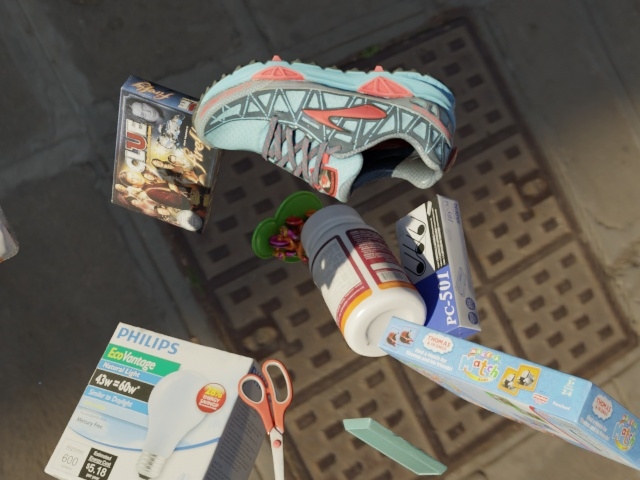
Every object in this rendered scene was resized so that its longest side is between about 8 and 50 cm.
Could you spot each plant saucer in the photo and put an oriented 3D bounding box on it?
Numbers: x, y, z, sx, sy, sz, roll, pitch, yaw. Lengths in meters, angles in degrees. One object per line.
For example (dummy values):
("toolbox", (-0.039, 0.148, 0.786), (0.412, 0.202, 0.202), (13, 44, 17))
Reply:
("plant saucer", (0.122, 0.338, 1.334), (0.192, 0.067, 0.018), (36, 57, -28))

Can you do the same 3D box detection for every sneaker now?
("sneaker", (0.004, -0.101, 0.792), (0.261, 0.104, 0.125), (-1, 61, 1))

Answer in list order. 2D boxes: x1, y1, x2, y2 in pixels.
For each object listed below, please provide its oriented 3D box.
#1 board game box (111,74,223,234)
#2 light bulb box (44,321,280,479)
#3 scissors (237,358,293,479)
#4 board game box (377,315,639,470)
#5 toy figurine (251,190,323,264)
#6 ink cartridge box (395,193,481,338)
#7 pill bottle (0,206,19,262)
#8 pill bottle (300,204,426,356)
("board game box", (-0.243, -0.130, 1.311), (0.165, 0.243, 0.042), (19, 45, 1))
("light bulb box", (-0.330, 0.415, 1.799), (0.357, 0.225, 0.361), (11, 63, 21))
("scissors", (-0.078, 0.378, 1.607), (0.109, 0.021, 0.297), (-20, 65, -4))
("board game box", (0.176, 0.136, 0.734), (0.160, 0.211, 0.039), (34, 76, -40))
("toy figurine", (0.000, 0.000, 1.373), (0.173, 0.159, 0.130), (-19, 118, -42))
("ink cartridge box", (0.167, 0.047, 1.186), (0.046, 0.097, 0.207), (14, 57, -33))
("pill bottle", (-0.722, 0.009, 1.334), (0.392, 0.224, 0.224), (-28, 90, -15))
("pill bottle", (0.054, 0.051, 1.187), (0.121, 0.121, 0.221), (-8, 40, -20))
